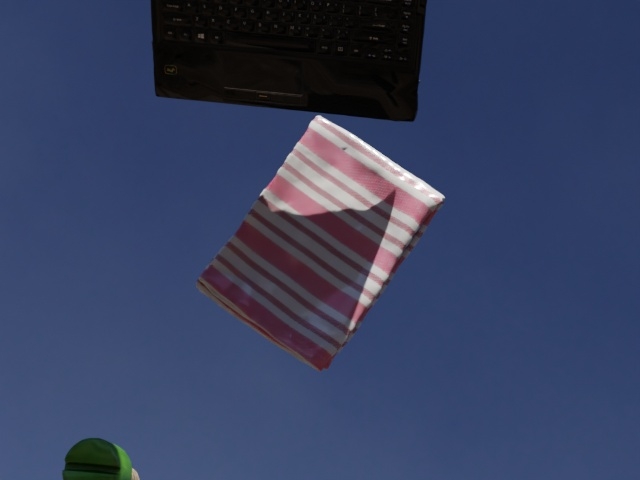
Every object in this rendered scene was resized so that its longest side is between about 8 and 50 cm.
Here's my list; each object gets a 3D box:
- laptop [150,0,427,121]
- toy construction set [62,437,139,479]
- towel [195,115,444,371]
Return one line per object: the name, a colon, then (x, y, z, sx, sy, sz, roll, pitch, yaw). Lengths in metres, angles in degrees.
laptop: (-0.034, -0.169, 1.262, 0.234, 0.136, 0.264, 7, -46, 4)
toy construction set: (-0.226, 0.203, 0.825, 0.309, 0.257, 0.237, -26, -22, 5)
towel: (0.000, 0.000, 1.400, 0.144, 0.197, 0.029, 33, -9, 13)
